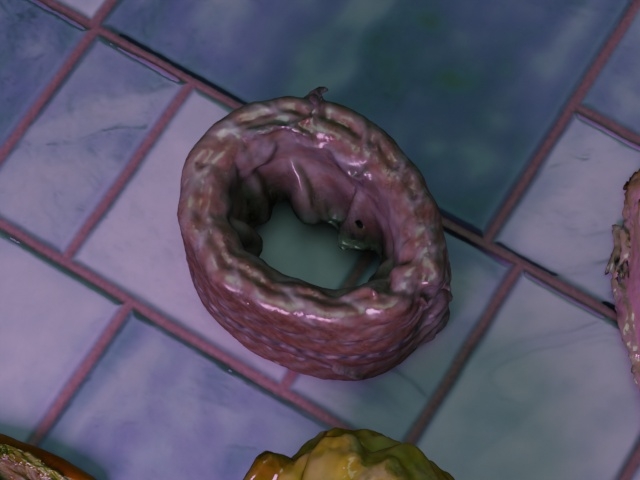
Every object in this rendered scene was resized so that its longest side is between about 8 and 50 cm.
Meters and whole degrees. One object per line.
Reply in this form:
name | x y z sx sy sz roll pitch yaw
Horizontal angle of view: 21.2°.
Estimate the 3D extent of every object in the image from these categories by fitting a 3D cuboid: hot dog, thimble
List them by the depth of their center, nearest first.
hot dog | -0.237 0.194 1.390 0.133 0.041 0.056 25 72 12
thimble | -0.007 0.000 1.398 0.196 0.148 0.229 -36 69 -10

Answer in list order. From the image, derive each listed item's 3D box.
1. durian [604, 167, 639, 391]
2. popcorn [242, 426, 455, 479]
durian | 0.334 0.055 1.337 0.185 0.196 0.305 4 67 -2
popcorn | 0.016 0.281 1.246 0.225 0.173 0.286 9 69 51
